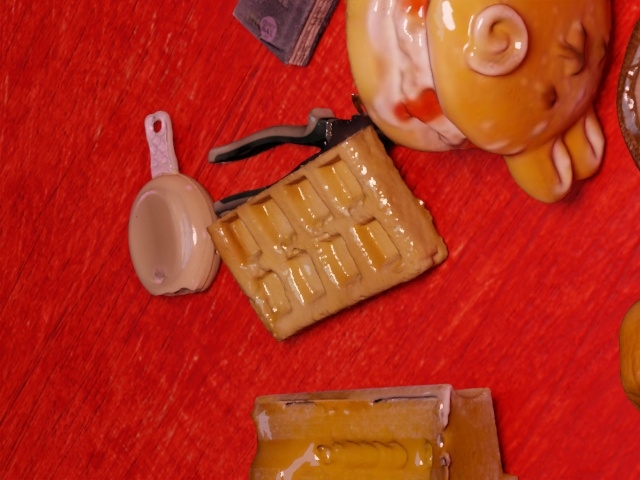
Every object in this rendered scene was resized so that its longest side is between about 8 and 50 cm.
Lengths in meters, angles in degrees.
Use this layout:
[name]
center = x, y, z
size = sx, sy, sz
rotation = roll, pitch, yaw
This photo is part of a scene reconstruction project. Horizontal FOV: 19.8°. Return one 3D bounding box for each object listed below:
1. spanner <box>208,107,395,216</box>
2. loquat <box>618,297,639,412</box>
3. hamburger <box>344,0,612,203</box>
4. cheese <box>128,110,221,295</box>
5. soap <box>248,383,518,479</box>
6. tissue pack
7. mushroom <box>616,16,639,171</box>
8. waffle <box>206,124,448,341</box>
[spanner]
center = -0.016, -0.096, 2.082
size = 0.325, 0.040, 0.095
rotation = -16, 80, 45
[loquat]
center = 0.340, 0.106, 1.700
size = 0.137, 0.113, 0.137
rotation = -19, 56, 30
[hamburger]
center = 0.169, -0.185, 1.762
size = 0.186, 0.261, 0.302
rotation = 14, 119, 39
[cheese]
center = -0.183, -0.045, 2.231
size = 0.137, 0.064, 0.227
rotation = -16, 79, 42
[soap]
center = 0.064, 0.280, 1.945
size = 0.281, 0.143, 0.259
rotation = -6, 91, 45
[tissue pack]
center = -0.028, -0.291, 2.079
size = 0.112, 0.051, 0.156
rotation = 47, 122, 34
[mushroom]
center = 0.372, -0.127, 1.651
size = 0.231, 0.138, 0.194
rotation = 60, 143, 38
[waffle]
center = 0.000, 0.000, 2.027
size = 0.274, 0.057, 0.168
rotation = -28, 91, 41
